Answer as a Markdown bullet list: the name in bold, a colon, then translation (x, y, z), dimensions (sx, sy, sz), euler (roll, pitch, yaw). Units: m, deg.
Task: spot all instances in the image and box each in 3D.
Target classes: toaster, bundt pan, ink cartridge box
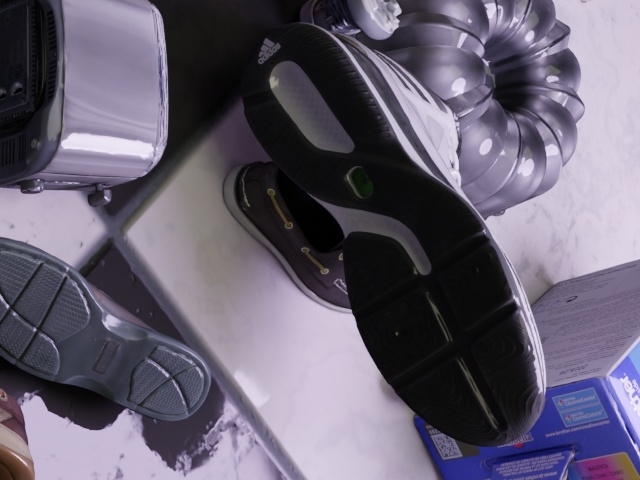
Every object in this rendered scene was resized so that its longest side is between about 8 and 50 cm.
- **toaster**: translation (-0.220, -0.145, 1.374), dimensions (0.146, 0.129, 0.227), euler (10, 71, -48)
- **bundt pan**: translation (0.185, -0.183, 1.800), dimensions (0.331, 0.124, 0.331), euler (11, 74, -43)
- **ink cartridge box**: translation (0.292, 0.165, 1.722), dimensions (0.395, 0.270, 0.151), euler (-35, 101, -44)

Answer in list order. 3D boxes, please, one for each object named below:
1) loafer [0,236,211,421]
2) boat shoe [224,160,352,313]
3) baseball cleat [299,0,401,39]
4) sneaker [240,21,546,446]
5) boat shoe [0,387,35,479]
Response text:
- **loafer**: translation (-0.217, 0.075, 1.375), dimensions (0.267, 0.084, 0.096), euler (35, 88, -31)
- **boat shoe**: translation (0.000, 0.000, 1.605), dimensions (0.228, 0.068, 0.081), euler (41, 54, -32)
- **baseball cleat**: translation (0.029, -0.231, 1.630), dimensions (0.206, 0.109, 0.072), euler (-45, 115, -77)
- **sneaker**: translation (0.120, -0.022, 1.560), dimensions (0.447, 0.169, 0.257), euler (60, 28, 10)
- **boat shoe**: translation (-0.359, 0.088, 1.203), dimensions (0.342, 0.123, 0.123), euler (35, 28, -29)
